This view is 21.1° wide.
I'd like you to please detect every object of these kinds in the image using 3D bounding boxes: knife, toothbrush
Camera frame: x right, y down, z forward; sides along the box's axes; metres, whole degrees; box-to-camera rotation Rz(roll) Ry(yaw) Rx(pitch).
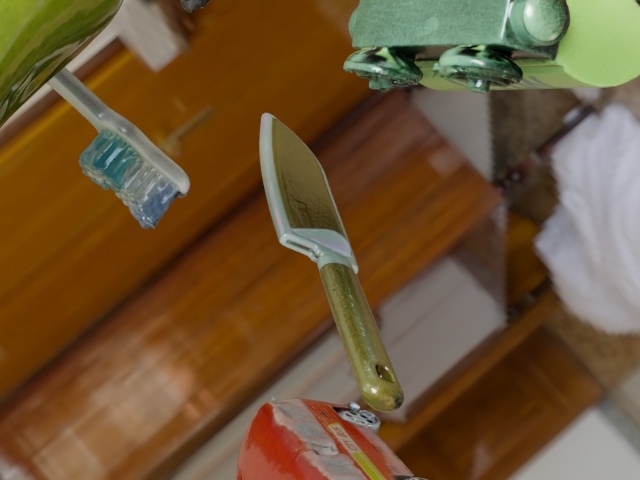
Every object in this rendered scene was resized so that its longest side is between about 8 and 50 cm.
[{"bbox_3d":[-0.001,0.000,1.160,0.061,0.027,0.343,25,-156,-24],"label":"knife"},{"bbox_3d":[-0.237,-0.155,0.961,0.418,0.040,0.042,42,159,-11],"label":"toothbrush"}]

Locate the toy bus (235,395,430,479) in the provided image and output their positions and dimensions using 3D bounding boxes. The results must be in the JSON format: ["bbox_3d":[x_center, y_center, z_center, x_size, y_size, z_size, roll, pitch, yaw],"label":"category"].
[{"bbox_3d":[0.007,0.145,0.969,0.077,0.079,0.174,13,-167,-24],"label":"toy bus"}]

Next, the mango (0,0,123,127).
[{"bbox_3d":[-0.190,-0.118,0.752,0.185,0.273,0.149,18,139,22],"label":"mango"}]

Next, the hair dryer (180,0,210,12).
[{"bbox_3d":[0.002,-0.299,1.199,0.107,0.352,0.189,45,168,-31],"label":"hair dryer"}]

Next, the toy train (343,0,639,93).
[{"bbox_3d":[0.126,-0.148,1.237,0.157,0.105,0.253,10,179,-27],"label":"toy train"}]
